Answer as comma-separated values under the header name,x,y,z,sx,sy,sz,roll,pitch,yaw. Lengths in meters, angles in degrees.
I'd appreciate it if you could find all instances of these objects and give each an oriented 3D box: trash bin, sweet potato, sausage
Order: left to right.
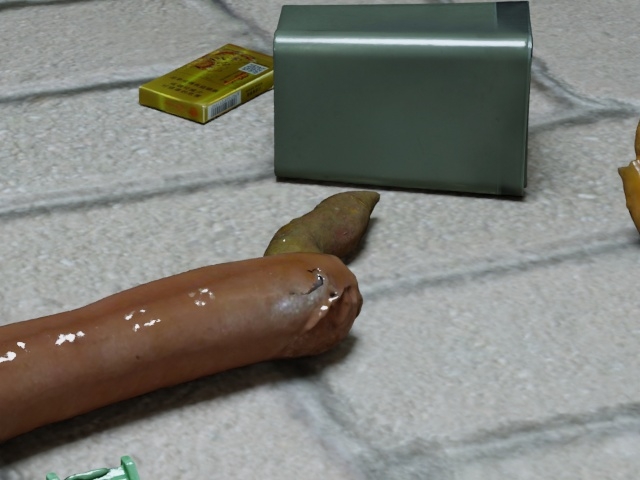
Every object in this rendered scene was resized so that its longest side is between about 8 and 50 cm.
name,x,y,z,sx,sy,sz,roll,pitch,yaw
sausage,-0.146,0.082,1.495,0.419,0.094,0.094,-15,0,-29
sweet potato,-0.003,0.000,1.708,0.065,0.051,0.218,9,27,21
trash bin,0.078,-0.136,1.865,0.240,0.164,0.122,1,27,4

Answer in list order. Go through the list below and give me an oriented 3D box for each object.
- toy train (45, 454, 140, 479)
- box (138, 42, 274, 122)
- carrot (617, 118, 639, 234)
name,x,y,z,sx,sy,sz,roll,pitch,yaw
toy train,-0.125,0.213,1.256,0.099,0.081,0.149,-10,29,-23
box,-0.109,-0.165,2.048,0.089,0.022,0.156,19,32,27
carrot,0.425,-0.063,1.767,0.254,0.196,0.196,-7,27,-41
